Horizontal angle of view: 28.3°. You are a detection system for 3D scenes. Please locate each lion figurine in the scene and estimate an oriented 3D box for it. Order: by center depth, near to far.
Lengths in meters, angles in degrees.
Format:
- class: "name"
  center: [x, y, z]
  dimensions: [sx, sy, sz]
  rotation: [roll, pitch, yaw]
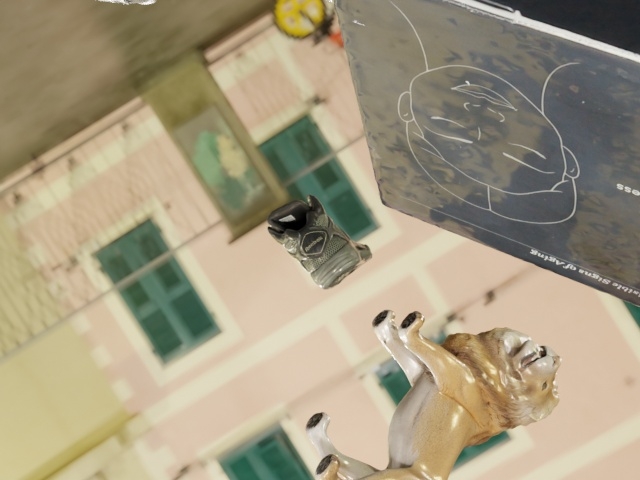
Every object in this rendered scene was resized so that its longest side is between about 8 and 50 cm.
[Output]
- class: "lion figurine"
  center: [0.127, 0.237, 1.528]
  dimensions: [0.392, 0.240, 0.142]
  rotation: [-52, -161, -24]

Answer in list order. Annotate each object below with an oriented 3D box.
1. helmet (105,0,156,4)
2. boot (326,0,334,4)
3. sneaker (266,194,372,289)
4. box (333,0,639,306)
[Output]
- class: "helmet"
  center: [-0.239, -0.335, 1.350]
  dimensions: [0.162, 0.169, 0.169]
  rotation: [17, 145, -39]
- class: "boot"
  center: [-0.043, -0.354, 1.324]
  dimensions: [0.085, 0.236, 0.178]
  rotation: [-38, 178, 11]
- class: "sneaker"
  center: [0.000, 0.000, 1.730]
  dimensions: [0.087, 0.130, 0.227]
  rotation: [-38, 174, 6]
- class: "box"
  center: [0.300, -0.169, 1.242]
  dimensions: [0.297, 0.480, 0.471]
  rotation: [-61, 161, -20]
